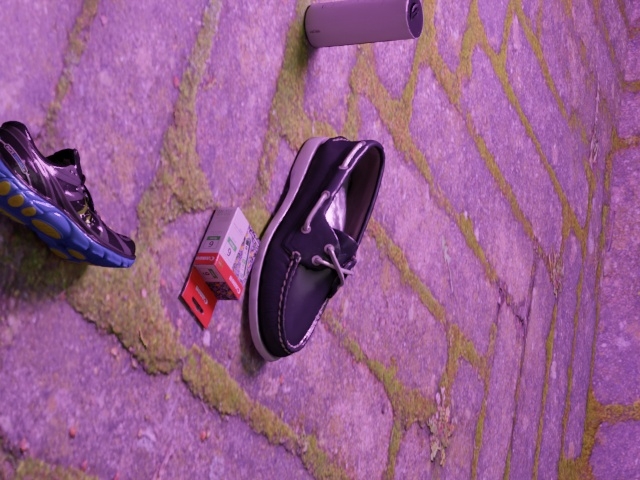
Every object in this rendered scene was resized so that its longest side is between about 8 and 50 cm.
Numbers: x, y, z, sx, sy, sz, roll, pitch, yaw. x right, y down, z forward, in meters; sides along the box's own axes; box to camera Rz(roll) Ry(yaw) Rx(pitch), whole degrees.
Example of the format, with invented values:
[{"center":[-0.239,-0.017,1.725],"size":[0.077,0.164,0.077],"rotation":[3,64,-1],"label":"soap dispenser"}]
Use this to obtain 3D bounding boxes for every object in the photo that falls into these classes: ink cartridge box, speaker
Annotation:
[{"center":[-0.101,0.028,1.215],"size":[0.063,0.029,0.115],"rotation":[60,38,-44],"label":"ink cartridge box"},{"center":[0.053,-0.263,1.408],"size":[0.055,0.136,0.055],"rotation":[5,85,-64],"label":"speaker"}]

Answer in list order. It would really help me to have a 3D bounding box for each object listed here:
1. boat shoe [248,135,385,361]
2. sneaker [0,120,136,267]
[{"center":[0.000,0.000,1.346],"size":[0.114,0.091,0.303],"rotation":[52,44,-49],"label":"boat shoe"},{"center":[-0.206,-0.033,0.967],"size":[0.188,0.067,0.078],"rotation":[47,55,-49],"label":"sneaker"}]
